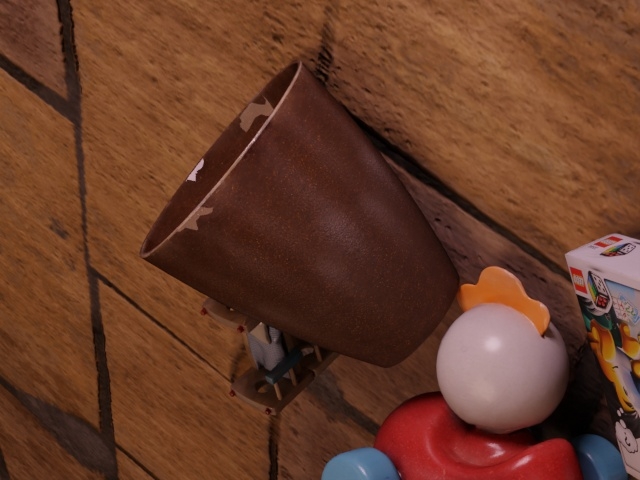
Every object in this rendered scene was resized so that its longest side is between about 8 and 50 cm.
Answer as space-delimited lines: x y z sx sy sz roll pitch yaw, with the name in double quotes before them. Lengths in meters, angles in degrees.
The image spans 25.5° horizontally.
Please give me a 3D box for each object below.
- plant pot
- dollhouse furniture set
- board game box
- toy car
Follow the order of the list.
"plant pot" 0.000 0.000 1.222 0.230 0.215 0.215 39 152 -12
"dollhouse furniture set" 0.000 0.102 1.387 0.183 0.129 0.129 22 142 38
"board game box" 0.282 0.111 0.965 0.305 0.053 0.193 -155 45 -71
"toy car" 0.139 0.133 1.228 0.210 0.219 0.238 14 107 46
